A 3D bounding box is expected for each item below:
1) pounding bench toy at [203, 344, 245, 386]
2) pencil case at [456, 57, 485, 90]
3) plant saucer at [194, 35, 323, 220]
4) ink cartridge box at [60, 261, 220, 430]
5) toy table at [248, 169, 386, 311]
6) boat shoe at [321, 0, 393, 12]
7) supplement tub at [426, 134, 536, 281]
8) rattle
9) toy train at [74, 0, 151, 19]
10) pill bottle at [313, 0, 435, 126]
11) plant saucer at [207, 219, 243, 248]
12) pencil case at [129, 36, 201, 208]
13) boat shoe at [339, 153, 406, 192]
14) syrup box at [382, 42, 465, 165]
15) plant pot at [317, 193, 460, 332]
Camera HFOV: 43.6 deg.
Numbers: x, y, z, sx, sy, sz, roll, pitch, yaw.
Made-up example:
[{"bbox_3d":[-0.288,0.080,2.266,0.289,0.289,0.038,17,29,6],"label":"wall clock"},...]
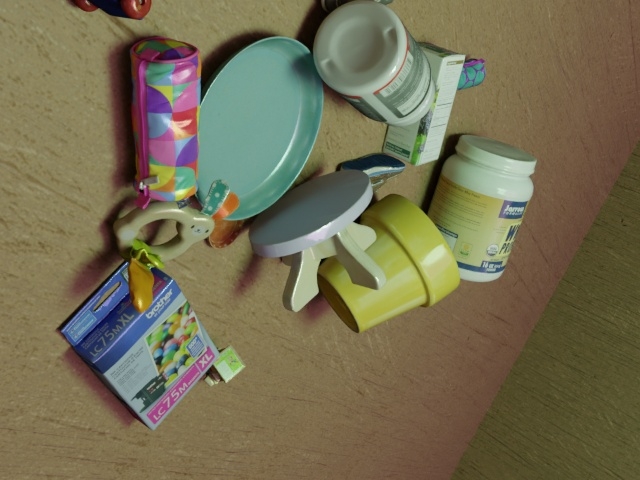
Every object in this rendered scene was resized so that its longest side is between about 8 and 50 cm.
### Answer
[{"bbox_3d":[-0.198,0.245,1.517,0.083,0.065,0.052,-39,99,-33],"label":"pounding bench toy"},{"bbox_3d":[0.309,-0.371,1.786,0.151,0.064,0.070,-20,147,-49],"label":"pencil case"},{"bbox_3d":[-0.113,-0.186,1.330,0.317,0.043,0.318,-35,140,-37],"label":"plant saucer"},{"bbox_3d":[-0.289,0.174,1.340,0.186,0.065,0.311,-48,145,-22],"label":"ink cartridge box"},{"bbox_3d":[0.000,0.000,1.485,0.274,0.252,0.161,-32,122,-25],"label":"toy table"},{"bbox_3d":[0.138,-0.484,1.411,0.335,0.095,0.112,-39,143,-33],"label":"boat shoe"},{"bbox_3d":[0.387,-0.081,1.974,0.228,0.228,0.316,-13,124,-52],"label":"supplement tub"},{"bbox_3d":[-0.201,0.003,1.202,0.199,0.143,0.130,-14,126,-14],"label":"rattle"},{"bbox_3d":[-0.278,-0.363,0.898,0.248,0.105,0.143,28,80,-59],"label":"toy train"},{"bbox_3d":[0.108,-0.304,1.432,0.161,0.161,0.283,-64,159,4],"label":"pill bottle"},{"bbox_3d":[-0.169,-0.025,1.403,0.083,0.013,0.083,-36,142,-35],"label":"plant saucer"},{"bbox_3d":[-0.220,-0.164,1.136,0.104,0.104,0.236,-27,133,-44],"label":"pencil case"},{"bbox_3d":[0.104,-0.137,1.678,0.183,0.066,0.066,-11,129,-40],"label":"boat shoe"},{"bbox_3d":[0.216,-0.288,1.686,0.096,0.093,0.237,-21,130,-47],"label":"syrup box"},{"bbox_3d":[0.128,0.067,1.714,0.239,0.254,0.254,-36,143,-13],"label":"plant pot"}]
